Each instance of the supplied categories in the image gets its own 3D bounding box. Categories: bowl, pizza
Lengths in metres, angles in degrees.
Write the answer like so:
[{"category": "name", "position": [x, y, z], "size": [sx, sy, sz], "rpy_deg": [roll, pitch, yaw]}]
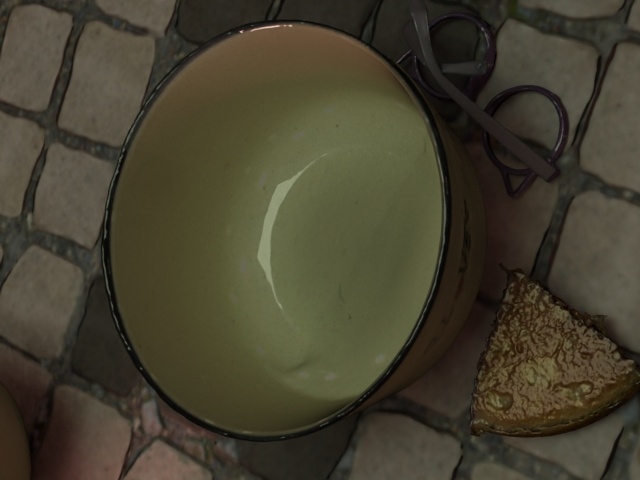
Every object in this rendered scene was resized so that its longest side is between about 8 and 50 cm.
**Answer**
[{"category": "bowl", "position": [0.000, 0.000, 0.847], "size": [0.238, 0.126, 0.238], "rpy_deg": [-6, 80, 34]}, {"category": "pizza", "position": [0.137, 0.071, 0.807], "size": [0.099, 0.029, 0.100], "rpy_deg": [12, 93, 27]}]

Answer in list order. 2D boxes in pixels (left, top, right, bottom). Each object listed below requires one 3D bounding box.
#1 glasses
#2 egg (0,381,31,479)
[{"category": "glasses", "position": [0.074, -0.091, 0.822], "size": [0.062, 0.104, 0.140], "rpy_deg": [-48, 64, 18]}, {"category": "egg", "position": [-0.289, 0.188, 1.003], "size": [0.264, 0.174, 0.286], "rpy_deg": [50, 145, 38]}]
